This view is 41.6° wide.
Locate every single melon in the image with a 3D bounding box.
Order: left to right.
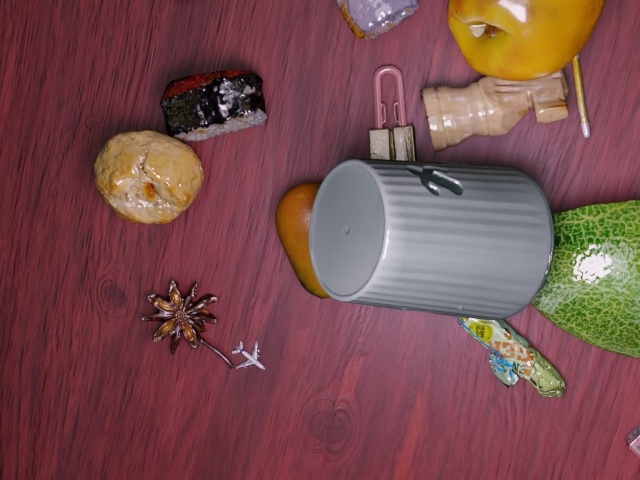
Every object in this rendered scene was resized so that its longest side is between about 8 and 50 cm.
[{"bbox_3d":[0.575,0.066,1.704,0.343,0.226,0.331,1,114,-4],"label":"melon"}]

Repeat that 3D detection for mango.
[{"bbox_3d":[0.005,-0.005,1.822,0.175,0.139,0.254,-18,102,27],"label":"mango"}]

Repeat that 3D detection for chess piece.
[{"bbox_3d":[0.362,-0.281,1.738,0.300,0.137,0.137,-13,94,8],"label":"chess piece"}]

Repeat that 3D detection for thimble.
[{"bbox_3d":[0.115,-0.499,1.747,0.151,0.127,0.118,-30,89,10],"label":"thimble"}]

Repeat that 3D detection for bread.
[{"bbox_3d":[-0.383,-0.126,1.847,0.244,0.134,0.244,1,135,1],"label":"bread"}]

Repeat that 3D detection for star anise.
[{"bbox_3d":[-0.311,0.203,1.932,0.177,0.073,0.234,-14,91,-4],"label":"star anise"}]

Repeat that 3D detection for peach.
[{"bbox_3d":[0.410,-0.467,1.633,0.308,0.289,0.289,-41,88,-22],"label":"peach"}]

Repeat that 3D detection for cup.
[{"bbox_3d":[0.185,-0.004,1.638,0.392,0.401,0.310,5,82,-32],"label":"cup"}]

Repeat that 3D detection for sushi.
[{"bbox_3d":[-0.232,-0.292,1.831,0.225,0.136,0.126,-6,87,16],"label":"sushi"}]

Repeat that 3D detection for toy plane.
[{"bbox_3d":[-0.162,0.270,1.938,0.084,0.024,0.078,38,86,-4],"label":"toy plane"}]

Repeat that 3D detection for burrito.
[{"bbox_3d":[0.400,0.245,1.819,0.288,0.054,0.104,41,102,3],"label":"burrito"}]

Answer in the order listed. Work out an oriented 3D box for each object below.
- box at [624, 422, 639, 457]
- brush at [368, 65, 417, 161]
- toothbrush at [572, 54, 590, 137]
[{"bbox_3d":[0.735,0.415,1.776,0.111,0.060,0.156,45,105,3],"label":"box"},{"bbox_3d":[0.151,-0.259,1.810,0.103,0.047,0.233,-4,95,10],"label":"brush"},{"bbox_3d":[0.529,-0.355,1.744,0.024,0.021,0.288,-7,95,22],"label":"toothbrush"}]
